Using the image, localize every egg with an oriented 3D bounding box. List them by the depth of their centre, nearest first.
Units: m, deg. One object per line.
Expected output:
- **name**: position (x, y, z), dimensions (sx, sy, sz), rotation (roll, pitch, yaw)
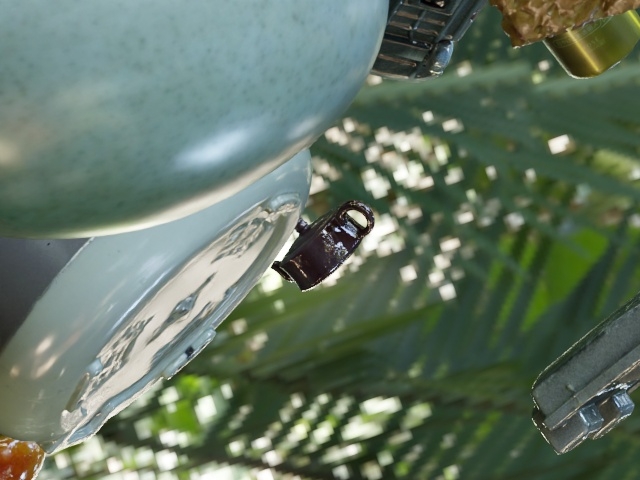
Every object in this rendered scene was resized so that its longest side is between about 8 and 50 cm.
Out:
- **egg**: position (-0.085, -0.085, 0.584), dimensions (0.169, 0.236, 0.169), rotation (26, -58, 51)

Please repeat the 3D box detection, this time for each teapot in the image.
- **teapot**: position (0.000, 0.000, 1.237), dimensions (0.045, 0.100, 0.068), rotation (44, 36, -7)

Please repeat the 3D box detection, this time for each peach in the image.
- **peach**: position (-0.301, 0.194, 1.541), dimensions (0.101, 0.101, 0.101), rotation (161, -90, -87)

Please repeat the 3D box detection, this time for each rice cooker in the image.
- **rice cooker**: position (-0.176, -0.043, 1.073), dimensions (0.277, 0.288, 0.288), rotation (44, -9, 12)

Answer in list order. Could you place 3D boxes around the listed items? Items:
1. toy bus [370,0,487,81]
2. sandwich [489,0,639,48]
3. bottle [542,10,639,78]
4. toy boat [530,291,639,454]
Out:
- **toy bus**: position (0.106, -0.262, 1.637), dimensions (0.265, 0.121, 0.120), rotation (124, -26, -59)
- **sandwich**: position (0.225, -0.239, 1.059), dimensions (0.087, 0.251, 0.226), rotation (61, 24, -25)
- **bottle**: position (0.167, -0.265, 1.436), dimensions (0.286, 0.082, 0.082), rotation (47, 8, -25)
- **toy boat**: position (0.317, 0.071, 1.448), dimensions (0.141, 0.319, 0.092), rotation (-11, 63, -52)
